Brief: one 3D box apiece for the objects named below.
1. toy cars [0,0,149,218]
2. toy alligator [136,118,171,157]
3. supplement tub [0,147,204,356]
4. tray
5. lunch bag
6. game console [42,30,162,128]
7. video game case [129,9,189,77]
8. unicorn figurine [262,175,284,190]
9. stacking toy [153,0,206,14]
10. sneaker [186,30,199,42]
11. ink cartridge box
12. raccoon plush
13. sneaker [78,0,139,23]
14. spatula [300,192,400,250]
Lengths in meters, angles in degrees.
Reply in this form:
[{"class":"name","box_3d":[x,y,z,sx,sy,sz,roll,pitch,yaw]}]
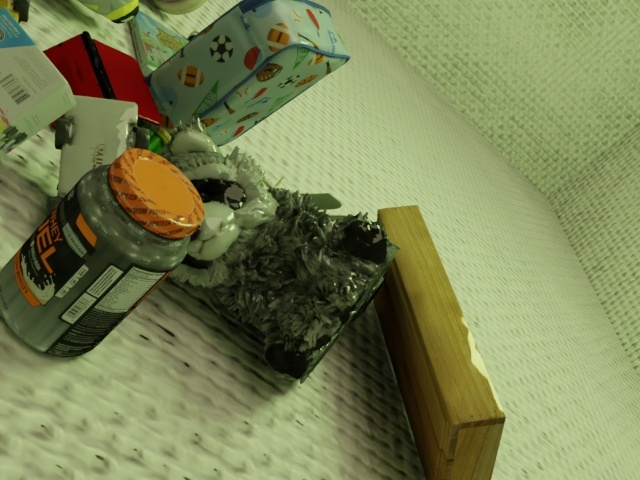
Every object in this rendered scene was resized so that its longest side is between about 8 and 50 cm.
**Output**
[{"class":"toy cars","box_3d":[-0.318,-0.140,0.859,0.176,0.087,0.394,-38,86,-28]},{"class":"toy alligator","box_3d":[-0.263,-0.151,1.046,0.189,0.056,0.051,42,-21,10]},{"class":"supplement tub","box_3d":[-0.201,0.011,0.702,0.117,0.190,0.117,39,24,-21]},{"class":"tray","box_3d":[0.152,0.155,1.106,0.076,0.203,0.411,-5,41,-6]},{"class":"lunch bag","box_3d":[-0.116,-0.243,1.141,0.115,0.303,0.243,64,25,3]},{"class":"game console","box_3d":[-0.298,-0.198,1.016,0.144,0.124,0.085,62,-3,32]},{"class":"video game case","box_3d":[-0.241,-0.308,1.361,0.212,0.023,0.193,26,31,-41]},{"class":"unicorn figurine","box_3d":[-0.086,-0.072,1.208,0.111,0.060,0.162,40,11,-40]},{"class":"stacking toy","box_3d":[-0.312,-0.554,1.354,0.141,0.141,0.330,60,5,28]},{"class":"sneaker","box_3d":[-0.213,-0.375,1.500,0.109,0.040,0.044,36,23,-28]},{"class":"ink cartridge box","box_3d":[-0.352,-0.132,0.758,0.104,0.181,0.061,49,-15,4]},{"class":"raccoon plush","box_3d":[-0.084,0.024,1.015,0.299,0.216,0.446,36,-10,8]},{"class":"sneaker","box_3d":[-0.420,-0.495,1.250,0.385,0.145,0.147,58,-5,27]},{"class":"spatula","box_3d":[-0.016,-0.024,1.110,0.168,0.242,0.019,29,71,-39]}]
